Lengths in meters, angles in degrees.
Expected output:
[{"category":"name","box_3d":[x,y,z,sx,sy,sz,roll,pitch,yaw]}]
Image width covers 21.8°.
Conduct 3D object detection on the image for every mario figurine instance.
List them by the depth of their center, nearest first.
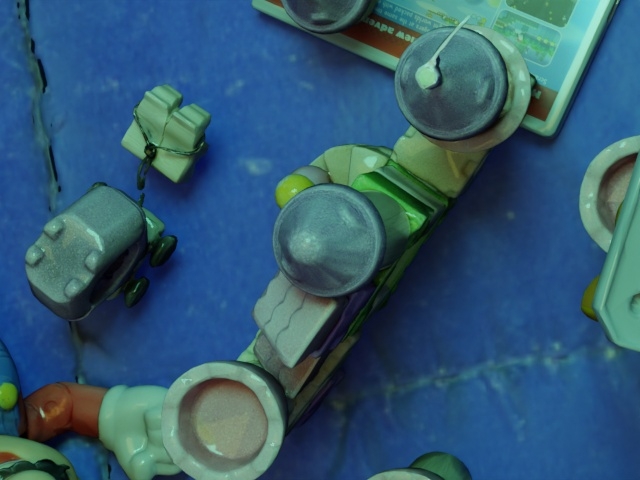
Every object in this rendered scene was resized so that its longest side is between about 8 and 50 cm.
[{"category":"mario figurine","box_3d":[-0.203,0.100,0.978,0.198,0.170,0.321,-32,78,10]}]

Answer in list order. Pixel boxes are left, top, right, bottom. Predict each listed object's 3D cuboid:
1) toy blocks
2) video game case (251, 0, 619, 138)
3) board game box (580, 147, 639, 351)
[{"category":"toy blocks","box_3d":[0.000,0.000,0.855,0.309,0.260,0.289,36,102,9]},{"category":"video game case","box_3d":[0.105,-0.229,0.977,0.204,0.025,0.285,26,94,15]},{"category":"board game box","box_3d":[0.347,-0.095,0.794,0.389,0.050,0.390,16,92,-16]}]
